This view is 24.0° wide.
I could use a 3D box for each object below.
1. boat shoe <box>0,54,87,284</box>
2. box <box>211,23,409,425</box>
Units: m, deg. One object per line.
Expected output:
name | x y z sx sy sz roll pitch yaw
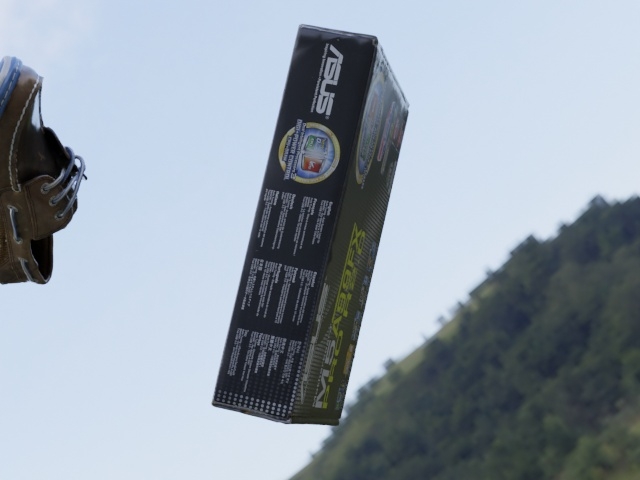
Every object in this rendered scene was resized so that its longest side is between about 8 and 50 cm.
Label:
boat shoe | -0.171 -0.037 0.880 0.183 0.066 0.066 114 172 -54
box | 0.000 0.000 1.109 0.216 0.060 0.270 42 -120 -78
